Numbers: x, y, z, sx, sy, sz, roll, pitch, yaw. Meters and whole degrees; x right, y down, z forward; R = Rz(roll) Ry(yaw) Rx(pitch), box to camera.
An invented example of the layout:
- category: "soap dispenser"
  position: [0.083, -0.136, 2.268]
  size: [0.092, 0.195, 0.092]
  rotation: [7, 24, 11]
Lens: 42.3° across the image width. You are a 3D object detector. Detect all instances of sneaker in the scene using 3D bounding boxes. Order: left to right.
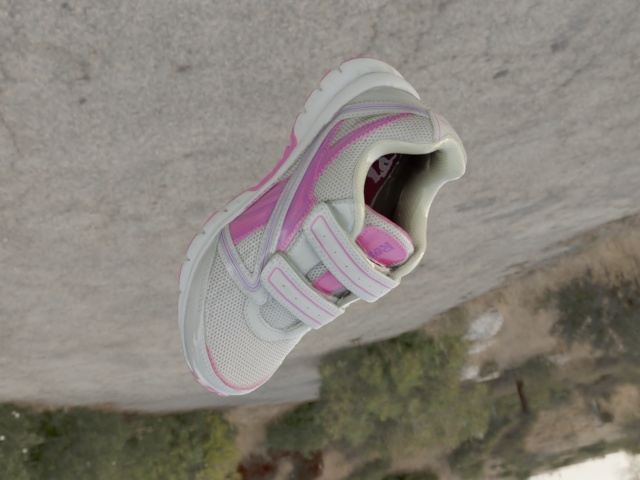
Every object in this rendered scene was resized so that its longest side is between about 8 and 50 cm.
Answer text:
- category: "sneaker"
  position: [0.000, 0.000, 0.540]
  size: [0.103, 0.252, 0.111]
  rotation: [30, -176, -39]
